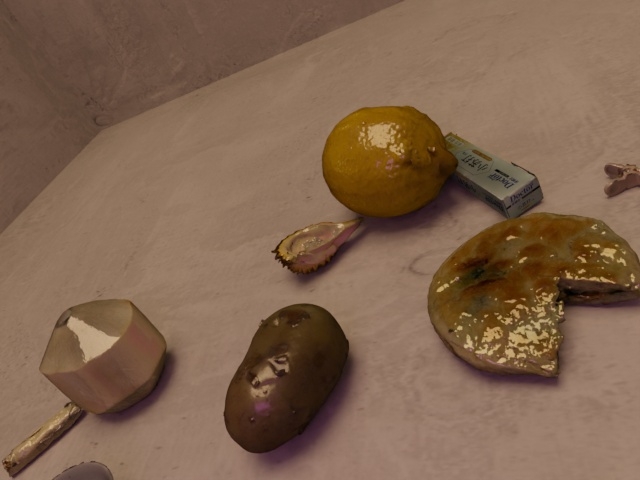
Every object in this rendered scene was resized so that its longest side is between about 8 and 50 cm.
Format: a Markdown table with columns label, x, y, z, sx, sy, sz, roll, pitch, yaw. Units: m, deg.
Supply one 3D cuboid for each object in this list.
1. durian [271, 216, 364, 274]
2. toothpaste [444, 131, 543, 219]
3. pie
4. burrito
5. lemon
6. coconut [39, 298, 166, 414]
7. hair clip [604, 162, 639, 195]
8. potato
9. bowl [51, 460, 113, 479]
| label | x | y | z | sx | sy | sz | roll | pitch | yaw |
| --- | --- | --- | --- | --- | --- | --- | --- | --- | --- |
| durian | 0.005 | 0.012 | 1.153 | 0.224 | 0.078 | 0.140 | -23 | 19 | -9 |
| toothpaste | 0.339 | -0.145 | 1.112 | 0.089 | 0.071 | 0.313 | -34 | 33 | 0 |
| pie | 0.314 | 0.068 | 0.828 | 0.337 | 0.075 | 0.337 | -21 | 33 | 14 |
| burrito | -0.575 | 0.409 | 1.081 | 0.185 | 0.041 | 0.045 | -40 | 51 | -20 |
| lemon | 0.143 | -0.170 | 1.131 | 0.320 | 0.245 | 0.245 | 5 | 46 | 37 |
| coconut | -0.441 | 0.225 | 1.059 | 0.241 | 0.241 | 0.241 | -20 | 33 | 14 |
| hair clip | 0.603 | -0.106 | 0.883 | 0.226 | 0.034 | 0.072 | 5 | 49 | 39 |
| potato | -0.051 | 0.215 | 0.838 | 0.165 | 0.165 | 0.262 | -3 | 43 | 35 |
| bowl | -0.385 | 0.459 | 0.822 | 0.189 | 0.086 | 0.189 | -19 | 35 | 13 |
